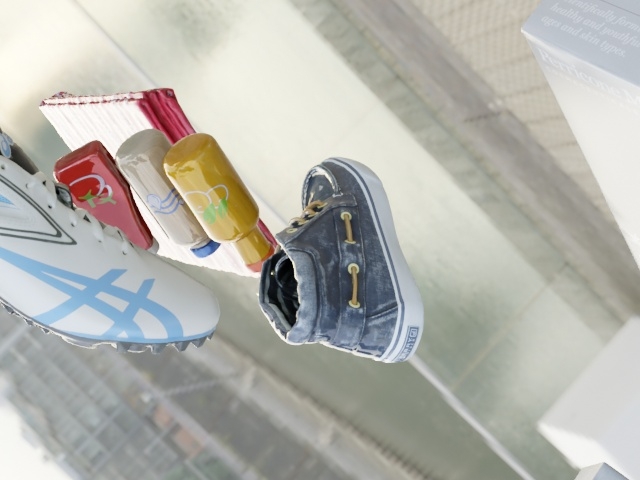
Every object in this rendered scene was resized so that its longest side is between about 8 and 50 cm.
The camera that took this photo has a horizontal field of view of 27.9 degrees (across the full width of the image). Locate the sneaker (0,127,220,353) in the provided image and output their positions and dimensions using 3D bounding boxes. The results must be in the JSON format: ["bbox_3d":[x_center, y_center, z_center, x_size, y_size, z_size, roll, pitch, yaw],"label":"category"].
[{"bbox_3d":[-0.150,-0.008,0.657,0.237,0.086,0.085,25,-174,-23],"label":"sneaker"}]

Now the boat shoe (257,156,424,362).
[{"bbox_3d":[0.000,0.000,0.802,0.083,0.065,0.183,11,-148,-24],"label":"boat shoe"}]

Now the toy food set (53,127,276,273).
[{"bbox_3d":[-0.153,0.007,0.889,0.104,0.232,0.111,57,-172,-32],"label":"toy food set"}]

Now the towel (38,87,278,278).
[{"bbox_3d":[-0.145,-0.054,1.149,0.199,0.031,0.275,56,159,-22],"label":"towel"}]

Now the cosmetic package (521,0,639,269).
[{"bbox_3d":[0.201,-0.041,0.601,0.127,0.107,0.238,34,172,43],"label":"cosmetic package"}]

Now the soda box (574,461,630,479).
[{"bbox_3d":[0.197,0.336,1.117,0.098,0.286,0.091,37,168,8],"label":"soda box"}]
